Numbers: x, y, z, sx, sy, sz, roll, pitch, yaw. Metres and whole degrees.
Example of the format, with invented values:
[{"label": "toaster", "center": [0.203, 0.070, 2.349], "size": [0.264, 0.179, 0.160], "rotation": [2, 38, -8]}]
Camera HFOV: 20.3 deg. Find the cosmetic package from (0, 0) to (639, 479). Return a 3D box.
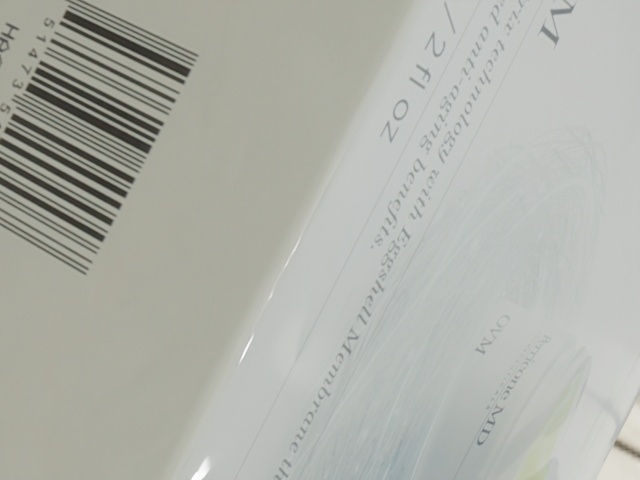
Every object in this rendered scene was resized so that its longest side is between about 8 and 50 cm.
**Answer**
[{"label": "cosmetic package", "center": [0.000, 0.000, 0.500], "size": [0.138, 0.224, 0.224], "rotation": [27, -89, 31]}]
